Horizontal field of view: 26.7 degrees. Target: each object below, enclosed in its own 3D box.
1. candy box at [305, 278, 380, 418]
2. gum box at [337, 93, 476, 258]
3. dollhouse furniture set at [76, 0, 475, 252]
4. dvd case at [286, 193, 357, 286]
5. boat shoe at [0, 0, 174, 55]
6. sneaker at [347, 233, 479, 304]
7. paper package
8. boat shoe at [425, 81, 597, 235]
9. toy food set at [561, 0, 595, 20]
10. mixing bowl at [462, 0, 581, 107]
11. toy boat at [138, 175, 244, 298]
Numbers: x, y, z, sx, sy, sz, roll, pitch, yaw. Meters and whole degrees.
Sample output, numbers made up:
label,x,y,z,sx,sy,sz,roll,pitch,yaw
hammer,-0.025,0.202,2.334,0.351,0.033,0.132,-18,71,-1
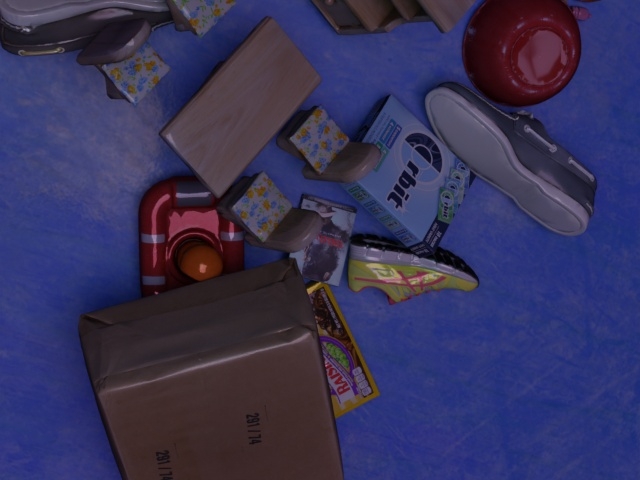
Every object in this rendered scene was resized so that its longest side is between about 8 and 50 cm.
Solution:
label,x,y,z,sx,sy,sz,roll,pitch,yaw
candy box,0.002,0.166,2.017,0.105,0.027,0.206,-27,105,-5
gum box,0.123,-0.093,1.952,0.184,0.041,0.157,41,58,-17
dollhouse furniture set,-0.030,-0.236,1.750,0.394,0.256,0.362,-50,117,-18
dvd case,0.000,0.000,1.978,0.087,0.013,0.119,16,82,-16
boat shoe,-0.286,-0.314,1.820,0.305,0.109,0.091,-12,144,-23
sneaker,0.133,0.054,2.007,0.208,0.081,0.094,12,106,-10
paper package,-0.142,0.221,1.846,0.309,0.168,0.325,-14,131,-4
boat shoe,0.287,-0.138,2.000,0.319,0.116,0.099,39,63,-15
toy food set,0.387,-0.369,2.010,0.122,0.019,0.078,-44,107,-2
mixing bowl,0.306,-0.273,1.956,0.181,0.098,0.181,-2,107,-8
toy boat,-0.174,0.029,1.882,0.151,0.151,0.231,-3,101,-13
